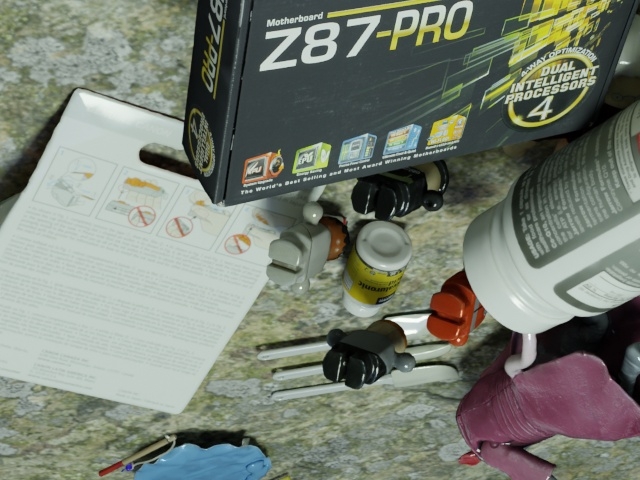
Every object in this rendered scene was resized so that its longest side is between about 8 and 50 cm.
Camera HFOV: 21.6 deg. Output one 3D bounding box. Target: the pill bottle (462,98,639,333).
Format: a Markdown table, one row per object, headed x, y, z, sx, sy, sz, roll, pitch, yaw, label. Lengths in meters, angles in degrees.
| x | y | z | sx | sy | sz | roll | pitch | yaw | label |
| --- | --- | --- | --- | --- | --- | --- | --- | --- | --- |
| 0.278 | -0.025 | 1.599 | 0.161 | 0.161 | 0.283 | 20 | 145 | -32 | pill bottle |

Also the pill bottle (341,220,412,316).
| x | y | z | sx | sy | sz | roll | pitch | yaw | label |
| --- | --- | --- | --- | --- | --- | --- | --- | --- | --- |
| 0.060 | 0.036 | 1.887 | 0.065 | 0.065 | 0.116 | 3 | 144 | -12 | pill bottle |

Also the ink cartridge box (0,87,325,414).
| x | y | z | sx | sy | sz | roll | pitch | yaw | label |
| --- | --- | --- | --- | --- | --- | --- | --- | --- | --- |
| -0.212 | 0.006 | 1.825 | 0.308 | 0.091 | 0.385 | 17 | 122 | -27 | ink cartridge box |

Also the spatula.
| x | y | z | sx | sy | sz | roll | pitch | yaw | label |
| --- | --- | --- | --- | --- | --- | --- | --- | --- | --- |
| 0.047 | 0.148 | 2.089 | 0.242 | 0.019 | 0.168 | -8 | 150 | 5 | spatula |

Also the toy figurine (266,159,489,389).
| x | y | z | sx | sy | sz | roll | pitch | yaw | label |
| --- | --- | --- | --- | --- | --- | --- | --- | --- | --- |
| 0.071 | 0.031 | 1.747 | 0.209 | 0.213 | 0.148 | -34 | 178 | 30 | toy figurine |

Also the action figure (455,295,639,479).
| x | y | z | sx | sy | sz | roll | pitch | yaw | label |
| --- | --- | --- | --- | --- | --- | --- | --- | --- | --- |
| 0.251 | 0.194 | 1.969 | 0.276 | 0.248 | 0.370 | 11 | 146 | -28 | action figure |

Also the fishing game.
| x | y | z | sx | sy | sz | roll | pitch | yaw | label |
| --- | --- | --- | --- | --- | --- | --- | --- | --- | --- |
| -0.160 | 0.304 | 2.257 | 0.189 | 0.041 | 0.264 | -28 | 147 | 29 | fishing game |

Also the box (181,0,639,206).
| x | y | z | sx | sy | sz | roll | pitch | yaw | label |
| --- | --- | --- | --- | --- | --- | --- | --- | --- | --- |
| 0.090 | -0.202 | 1.414 | 0.395 | 0.097 | 0.318 | -12 | 138 | -23 | box |

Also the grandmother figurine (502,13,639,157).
| x | y | z | sx | sy | sz | roll | pitch | yaw | label |
| --- | --- | --- | --- | --- | --- | --- | --- | --- | --- |
| 0.294 | -0.104 | 1.700 | 0.208 | 0.104 | 0.342 | -11 | 148 | -8 | grandmother figurine |

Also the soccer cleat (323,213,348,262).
| x | y | z | sx | sy | sz | roll | pitch | yaw | label |
| --- | --- | --- | --- | --- | --- | --- | --- | --- | --- |
| 0.000 | 0.000 | 1.863 | 0.036 | 0.029 | 0.083 | 20 | 135 | -18 | soccer cleat |
